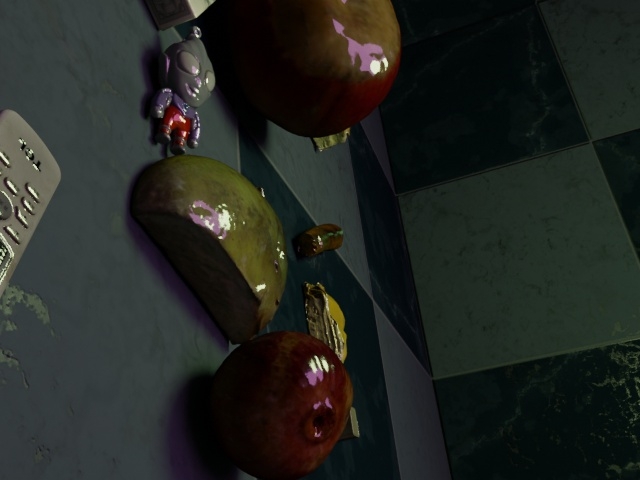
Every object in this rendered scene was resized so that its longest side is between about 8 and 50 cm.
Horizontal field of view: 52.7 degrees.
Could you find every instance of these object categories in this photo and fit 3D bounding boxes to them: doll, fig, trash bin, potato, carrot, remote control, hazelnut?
[{"bbox_3d":[-0.203,-0.231,0.956,0.102,0.075,0.228,44,45,-47],"label":"doll"},{"bbox_3d":[-0.058,0.210,0.851,0.205,0.205,0.205,-15,90,-76],"label":"fig"},{"bbox_3d":[0.019,0.337,1.174,0.043,0.092,0.061,45,32,-60],"label":"trash bin"},{"bbox_3d":[-0.144,-0.014,0.887,0.255,0.112,0.270,41,35,-64],"label":"potato"},{"bbox_3d":[0.000,0.000,1.512,0.260,0.070,0.070,-21,96,-75],"label":"carrot"},{"bbox_3d":[-0.276,-0.032,0.547,0.190,0.029,0.088,-89,159,-49],"label":"remote control"},{"bbox_3d":[-0.033,-0.411,1.312,0.359,0.359,0.410,33,40,-70],"label":"hazelnut"}]

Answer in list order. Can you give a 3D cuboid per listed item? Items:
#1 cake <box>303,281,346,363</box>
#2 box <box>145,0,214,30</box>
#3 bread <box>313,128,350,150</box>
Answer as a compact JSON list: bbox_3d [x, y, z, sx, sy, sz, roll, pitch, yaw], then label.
[{"bbox_3d":[0.010,0.166,1.355,0.185,0.079,0.116,-78,153,-53],"label":"cake"},{"bbox_3d":[-0.236,-0.463,1.066,0.256,0.069,0.164,-81,152,-59],"label":"box"},{"bbox_3d":[0.004,-0.418,1.864,0.246,0.111,0.239,-83,151,-51],"label":"bread"}]
